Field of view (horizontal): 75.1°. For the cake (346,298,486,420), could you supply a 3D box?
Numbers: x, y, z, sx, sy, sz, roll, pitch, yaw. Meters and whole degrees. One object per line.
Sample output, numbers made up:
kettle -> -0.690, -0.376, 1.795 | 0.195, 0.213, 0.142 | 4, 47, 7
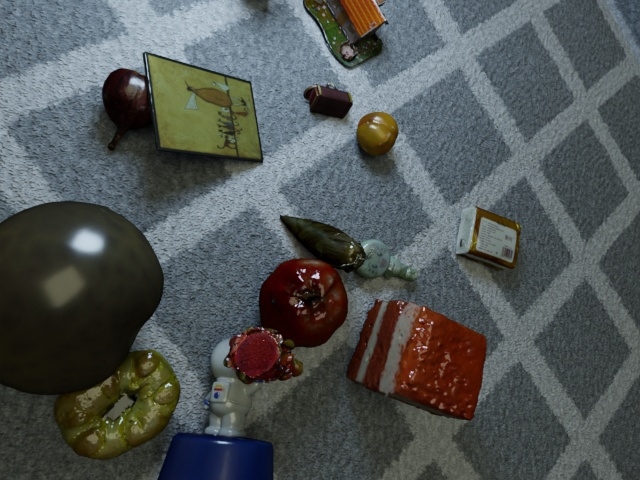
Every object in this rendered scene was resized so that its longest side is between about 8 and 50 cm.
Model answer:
cake -> 0.280, 0.338, 1.194 | 0.270, 0.319, 0.270 | 25, 75, -16

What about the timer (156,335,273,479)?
timer -> -0.226, 0.430, 1.039 | 0.271, 0.270, 0.383 | 16, 63, -19

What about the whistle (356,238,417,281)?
whistle -> 0.201, 0.074, 1.339 | 0.258, 0.067, 0.126 | 21, 88, -23

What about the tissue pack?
tissue pack -> 0.605, -0.007, 1.499 | 0.226, 0.092, 0.183 | 17, 77, -18

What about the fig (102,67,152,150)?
fig -> -0.488, -0.354, 1.067 | 0.149, 0.148, 0.202 | 58, 48, -42

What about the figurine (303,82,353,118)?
figurine -> 0.021, -0.465, 1.337 | 0.154, 0.082, 0.098 | 8, 66, -20

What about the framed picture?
framed picture -> -0.304, -0.351, 1.140 | 0.339, 0.014, 0.255 | -4, 83, -48

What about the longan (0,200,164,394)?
longan -> -0.540, 0.110, 0.881 | 0.405, 0.336, 0.404 | 3, 80, -19

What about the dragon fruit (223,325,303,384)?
dragon fruit -> -0.124, 0.283, 1.002 | 0.208, 0.150, 0.133 | 28, 77, -31

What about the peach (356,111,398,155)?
peach -> 0.180, -0.348, 1.353 | 0.138, 0.138, 0.138 | 3, 82, -22

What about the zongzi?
zongzi -> 0.000, 0.000, 1.174 | 0.241, 0.248, 0.111 | 27, 90, -14

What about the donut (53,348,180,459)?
donut -> -0.469, 0.384, 0.986 | 0.262, 0.128, 0.208 | -22, 92, -23

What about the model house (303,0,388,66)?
model house -> 0.103, -0.753, 1.364 | 0.207, 0.154, 0.293 | -36, 97, -24

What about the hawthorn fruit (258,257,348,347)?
hawthorn fruit -> -0.033, 0.167, 1.101 | 0.254, 0.300, 0.254 | 3, 80, -19
